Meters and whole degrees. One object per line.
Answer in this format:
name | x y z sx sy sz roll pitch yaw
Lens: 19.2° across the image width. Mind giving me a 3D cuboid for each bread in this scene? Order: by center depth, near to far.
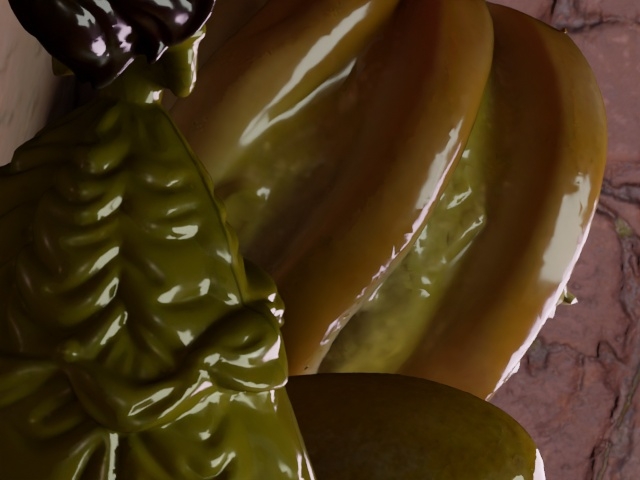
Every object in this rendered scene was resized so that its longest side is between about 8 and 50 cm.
bread | 0.000 0.000 1.007 0.315 0.270 0.211 -54 -141 20

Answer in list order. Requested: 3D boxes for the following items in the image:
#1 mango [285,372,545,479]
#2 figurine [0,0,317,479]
mango | -0.053 0.203 0.918 0.384 0.221 0.199 -40 167 21
figurine | -0.080 -0.062 0.716 0.187 0.168 0.315 20 -71 54
